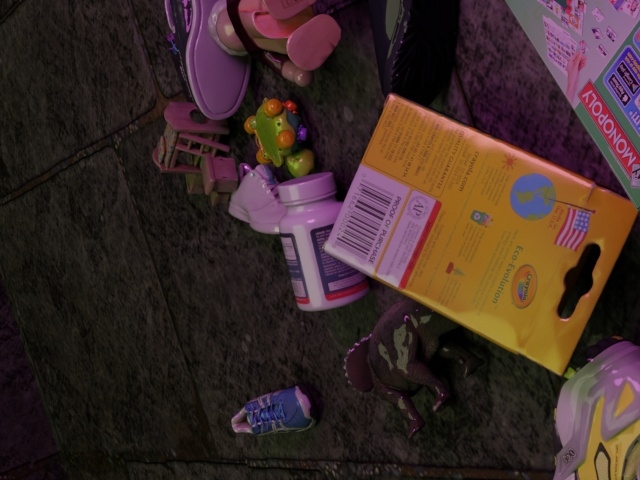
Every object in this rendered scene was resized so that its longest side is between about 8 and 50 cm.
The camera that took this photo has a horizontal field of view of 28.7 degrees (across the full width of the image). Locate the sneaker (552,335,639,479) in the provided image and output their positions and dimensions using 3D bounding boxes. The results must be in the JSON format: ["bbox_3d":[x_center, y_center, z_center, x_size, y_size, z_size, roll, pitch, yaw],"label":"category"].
[{"bbox_3d":[0.329,0.301,1.370,0.147,0.145,0.385,32,133,47],"label":"sneaker"}]

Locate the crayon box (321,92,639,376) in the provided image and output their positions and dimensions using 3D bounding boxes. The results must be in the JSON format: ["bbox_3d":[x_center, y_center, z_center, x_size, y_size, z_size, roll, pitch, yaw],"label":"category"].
[{"bbox_3d":[0.179,-0.009,1.369,0.318,0.081,0.202,29,100,29],"label":"crayon box"}]

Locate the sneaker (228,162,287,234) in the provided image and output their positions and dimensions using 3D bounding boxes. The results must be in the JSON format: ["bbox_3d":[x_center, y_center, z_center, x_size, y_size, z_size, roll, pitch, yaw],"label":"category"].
[{"bbox_3d":[-0.078,-0.067,1.892,0.212,0.080,0.094,22,113,53],"label":"sneaker"}]

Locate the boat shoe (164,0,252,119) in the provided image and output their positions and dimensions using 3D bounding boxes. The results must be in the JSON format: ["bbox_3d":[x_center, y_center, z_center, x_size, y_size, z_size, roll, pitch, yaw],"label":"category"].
[{"bbox_3d":[-0.173,-0.332,1.861,0.091,0.114,0.303,10,102,53],"label":"boat shoe"}]

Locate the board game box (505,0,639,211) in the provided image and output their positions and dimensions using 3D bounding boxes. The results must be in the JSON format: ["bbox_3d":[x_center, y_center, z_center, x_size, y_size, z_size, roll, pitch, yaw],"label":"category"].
[{"bbox_3d":[0.288,-0.212,1.137,0.213,0.046,0.317,-59,41,40],"label":"board game box"}]

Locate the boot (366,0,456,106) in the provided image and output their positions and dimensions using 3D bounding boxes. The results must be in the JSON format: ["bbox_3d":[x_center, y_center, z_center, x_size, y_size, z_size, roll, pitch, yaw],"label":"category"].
[{"bbox_3d":[0.067,-0.296,1.506,0.207,0.094,0.247,38,136,43],"label":"boot"}]

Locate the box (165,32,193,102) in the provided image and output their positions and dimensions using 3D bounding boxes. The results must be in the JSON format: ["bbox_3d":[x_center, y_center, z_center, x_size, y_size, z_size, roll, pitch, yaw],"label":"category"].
[{"bbox_3d":[-0.188,-0.294,1.979,0.162,0.029,0.116,-21,88,58],"label":"box"}]

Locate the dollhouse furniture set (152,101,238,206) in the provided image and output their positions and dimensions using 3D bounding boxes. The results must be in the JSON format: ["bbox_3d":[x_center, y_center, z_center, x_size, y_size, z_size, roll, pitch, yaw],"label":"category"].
[{"bbox_3d":[-0.210,-0.101,1.998,0.182,0.101,0.161,115,150,-49],"label":"dollhouse furniture set"}]

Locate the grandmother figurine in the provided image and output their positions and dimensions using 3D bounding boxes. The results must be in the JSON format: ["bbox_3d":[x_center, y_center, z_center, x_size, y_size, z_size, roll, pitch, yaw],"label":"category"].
[{"bbox_3d":[-0.080,-0.296,1.670,0.342,0.104,0.208,-164,55,-71],"label":"grandmother figurine"}]

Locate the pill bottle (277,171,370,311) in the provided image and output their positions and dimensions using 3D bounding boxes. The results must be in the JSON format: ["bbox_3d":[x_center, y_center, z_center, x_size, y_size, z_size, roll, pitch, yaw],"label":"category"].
[{"bbox_3d":[0.000,0.000,1.762,0.108,0.108,0.180,2,108,58],"label":"pill bottle"}]

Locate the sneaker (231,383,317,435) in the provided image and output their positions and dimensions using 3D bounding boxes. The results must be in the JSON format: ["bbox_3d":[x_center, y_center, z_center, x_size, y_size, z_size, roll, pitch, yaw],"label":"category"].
[{"bbox_3d":[-0.075,0.290,2.068,0.211,0.081,0.080,-32,77,57],"label":"sneaker"}]

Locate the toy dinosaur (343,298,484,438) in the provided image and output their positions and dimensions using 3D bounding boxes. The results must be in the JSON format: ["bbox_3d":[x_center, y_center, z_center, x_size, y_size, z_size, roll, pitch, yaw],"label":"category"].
[{"bbox_3d":[0.117,0.150,1.649,0.160,0.121,0.313,45,147,15],"label":"toy dinosaur"}]

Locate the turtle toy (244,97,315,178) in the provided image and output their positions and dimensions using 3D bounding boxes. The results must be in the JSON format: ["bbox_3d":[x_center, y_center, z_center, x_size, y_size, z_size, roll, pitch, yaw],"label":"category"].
[{"bbox_3d":[-0.051,-0.147,1.803,0.095,0.066,0.130,-29,82,59],"label":"turtle toy"}]
